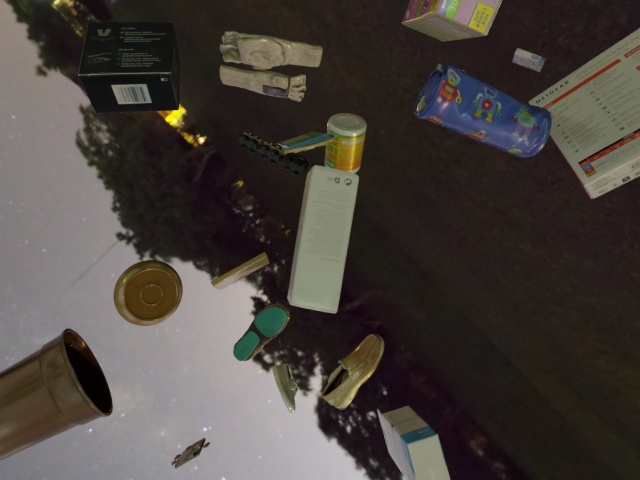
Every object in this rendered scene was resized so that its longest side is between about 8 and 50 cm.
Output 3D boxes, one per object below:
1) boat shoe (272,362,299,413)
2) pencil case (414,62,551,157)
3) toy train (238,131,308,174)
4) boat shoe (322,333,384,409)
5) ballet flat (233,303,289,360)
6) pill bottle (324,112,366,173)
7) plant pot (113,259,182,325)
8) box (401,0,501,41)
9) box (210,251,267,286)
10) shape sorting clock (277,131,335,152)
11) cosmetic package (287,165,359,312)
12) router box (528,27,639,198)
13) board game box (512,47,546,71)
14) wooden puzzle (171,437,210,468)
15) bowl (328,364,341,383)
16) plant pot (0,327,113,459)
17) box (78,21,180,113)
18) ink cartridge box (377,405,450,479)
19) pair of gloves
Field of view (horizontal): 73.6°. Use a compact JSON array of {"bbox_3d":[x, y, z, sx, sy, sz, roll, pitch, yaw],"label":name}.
[{"bbox_3d":[-0.101,0.459,1.347,0.184,0.063,0.066,-130,20,-61],"label":"boat shoe"},{"bbox_3d":[0.365,-0.292,0.965,0.306,0.133,0.119,18,174,-12],"label":"pencil case"},{"bbox_3d":[-0.085,-0.160,0.763,0.158,0.036,0.027,30,138,25],"label":"toy train"},{"bbox_3d":[0.072,0.287,0.966,0.072,0.190,0.068,38,169,-25],"label":"boat shoe"},{"bbox_3d":[-0.218,0.353,1.699,0.116,0.342,0.124,44,-155,11],"label":"ballet flat"},{"bbox_3d":[0.086,-0.325,1.567,0.136,0.136,0.245,43,145,33],"label":"pill bottle"},{"bbox_3d":[-0.594,0.186,1.497,0.032,0.236,0.236,5,145,53],"label":"plant pot"},{"bbox_3d":[0.290,-0.547,0.885,0.117,0.213,0.243,17,-160,-12],"label":"box"},{"bbox_3d":[-0.270,0.107,1.463,0.021,0.201,0.164,60,171,7],"label":"box"},{"bbox_3d":[-0.054,-0.308,1.370,0.206,0.206,0.040,-141,31,-65],"label":"shape sorting clock"},{"bbox_3d":[0.000,0.000,0.739,0.086,0.231,0.117,11,176,-6],"label":"cosmetic package"},{"bbox_3d":[0.705,-0.306,0.969,0.082,0.335,0.301,27,-138,-41],"label":"router box"},{"bbox_3d":[0.637,-0.551,1.308,0.090,0.020,0.090,28,-166,15],"label":"board game box"},{"bbox_3d":[-0.234,0.382,0.769,0.006,0.083,0.049,59,180,-6],"label":"wooden puzzle"},{"bbox_3d":[0.092,0.410,1.320,0.053,0.142,0.142,50,-168,31],"label":"bowl"},{"bbox_3d":[-0.464,0.260,0.708,0.167,0.165,0.167,52,159,29],"label":"plant pot"},{"bbox_3d":[-0.354,-0.331,0.816,0.093,0.156,0.158,101,162,-58],"label":"box"},{"bbox_3d":[0.170,0.382,0.800,0.180,0.060,0.104,168,87,-81],"label":"ink cartridge box"},{"bbox_3d":[-0.114,-0.367,0.922,0.204,0.042,0.240,5,175,-15],"label":"pair of gloves"}]
